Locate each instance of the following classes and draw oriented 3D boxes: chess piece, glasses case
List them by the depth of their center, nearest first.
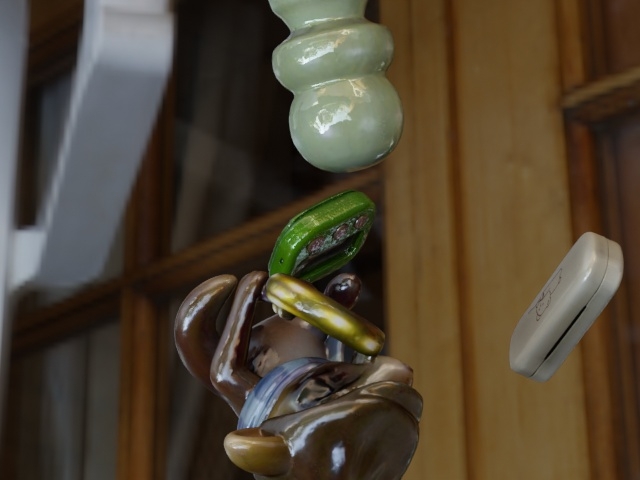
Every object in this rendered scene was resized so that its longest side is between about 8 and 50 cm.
[{"bbox_3d":[0.011,-0.187,1.535,0.144,0.251,0.144,-13,179,0],"label":"chess piece"},{"bbox_3d":[0.271,0.076,1.868,0.050,0.083,0.196,23,128,-9],"label":"glasses case"}]

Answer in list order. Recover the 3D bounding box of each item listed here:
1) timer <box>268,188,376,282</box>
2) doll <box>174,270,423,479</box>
[{"bbox_3d":[0.000,0.000,2.025,0.140,0.047,0.128,-27,154,-33],"label":"timer"},{"bbox_3d":[-0.007,0.151,1.749,0.209,0.340,0.318,-37,113,1],"label":"doll"}]
